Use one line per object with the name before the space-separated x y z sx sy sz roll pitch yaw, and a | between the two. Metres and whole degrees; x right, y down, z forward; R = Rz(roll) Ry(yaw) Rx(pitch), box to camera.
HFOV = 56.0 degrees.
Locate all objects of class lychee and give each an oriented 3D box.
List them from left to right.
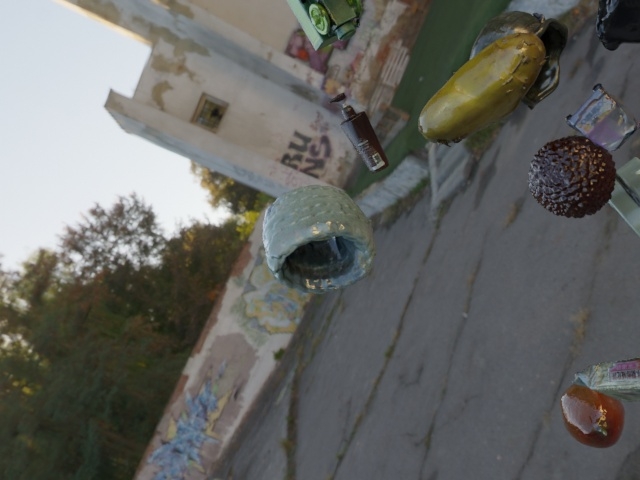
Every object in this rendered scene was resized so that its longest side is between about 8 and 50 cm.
lychee | 0.771 -0.202 1.861 0.300 0.264 0.264 -96 22 -44

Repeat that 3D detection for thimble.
thimble | 0.000 0.000 1.312 0.172 0.250 0.205 -104 17 -46

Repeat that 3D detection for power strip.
power strip | 1.125 -0.103 2.049 0.161 0.357 0.357 -43 13 24

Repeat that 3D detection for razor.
razor | 0.836 -0.550 1.403 0.204 0.348 0.114 55 -149 -61

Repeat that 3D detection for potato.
potato | 0.345 -0.316 1.284 0.300 0.140 0.173 -40 -17 23

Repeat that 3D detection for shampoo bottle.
shampoo bottle | 0.107 -0.297 1.665 0.068 0.236 0.067 -37 18 -19

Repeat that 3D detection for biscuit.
biscuit | 0.720 0.292 1.282 0.309 0.186 0.079 -24 53 53

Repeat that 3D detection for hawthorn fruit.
hawthorn fruit | 0.833 0.543 1.827 0.200 0.199 0.251 -67 -10 12

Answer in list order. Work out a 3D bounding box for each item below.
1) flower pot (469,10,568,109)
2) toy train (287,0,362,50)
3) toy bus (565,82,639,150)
flower pot | 0.617 -0.561 1.868 0.301 0.213 0.302 -26 -50 -35
toy train | 0.003 -0.676 1.689 0.159 0.272 0.188 -32 4 -17
toy bus | 0.652 -0.270 1.373 0.112 0.138 0.317 -52 -15 27
